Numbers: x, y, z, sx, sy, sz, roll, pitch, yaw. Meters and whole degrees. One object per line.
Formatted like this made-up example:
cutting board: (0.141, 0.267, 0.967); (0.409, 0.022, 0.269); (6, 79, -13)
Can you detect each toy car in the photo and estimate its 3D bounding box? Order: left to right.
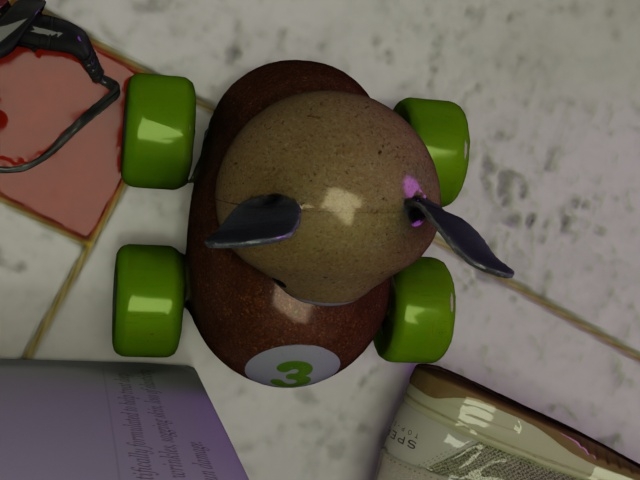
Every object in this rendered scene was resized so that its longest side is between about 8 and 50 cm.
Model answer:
toy car: (0.000, 0.000, 0.428); (0.155, 0.188, 0.149); (3, 96, -13)

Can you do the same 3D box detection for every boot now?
boot: (0.105, 0.176, 0.531); (0.213, 0.077, 0.165); (28, 90, -9)

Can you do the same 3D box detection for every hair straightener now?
hair straightener: (-0.199, -0.069, 0.447); (0.230, 0.047, 0.089); (6, 93, -22)

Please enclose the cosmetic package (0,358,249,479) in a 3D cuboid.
cosmetic package: (-0.125, 0.252, 0.421); (0.156, 0.217, 0.385); (5, 98, -14)
